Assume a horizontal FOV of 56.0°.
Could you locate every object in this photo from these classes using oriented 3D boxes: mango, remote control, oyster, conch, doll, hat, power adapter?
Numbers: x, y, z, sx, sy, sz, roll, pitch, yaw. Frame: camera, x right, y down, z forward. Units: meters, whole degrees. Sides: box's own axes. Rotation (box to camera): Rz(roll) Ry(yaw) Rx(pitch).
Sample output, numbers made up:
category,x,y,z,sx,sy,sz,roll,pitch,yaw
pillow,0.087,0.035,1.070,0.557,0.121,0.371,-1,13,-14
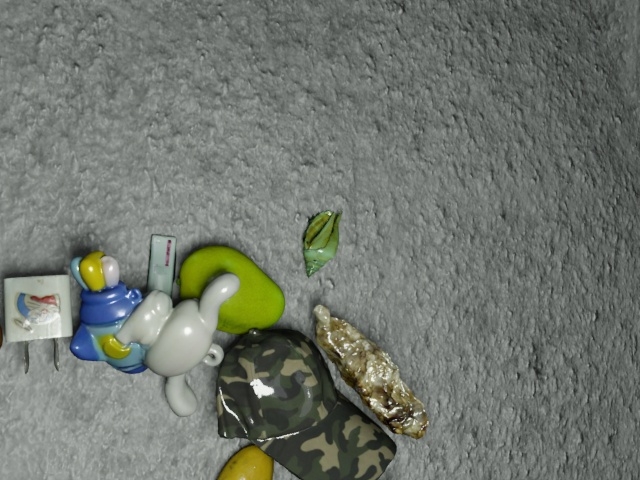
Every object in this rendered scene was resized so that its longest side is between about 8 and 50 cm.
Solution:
category,x,y,z,sx,sy,sz,roll,pitch,yaw
mango,-0.213,0.128,1.433,0.273,0.149,0.185,42,63,-17
mango,-0.176,0.579,1.424,0.137,0.098,0.195,36,64,-12
remote control,-0.377,0.071,1.435,0.065,0.029,0.166,6,81,-21
oyster,0.098,0.339,1.502,0.111,0.204,0.396,-35,80,-27
conch,0.000,0.004,1.576,0.095,0.079,0.200,12,61,-8
doll,-0.383,0.186,1.318,0.366,0.187,0.375,21,96,-7
hat,-0.009,0.360,1.355,0.366,0.382,0.257,-37,134,-51
power adapter,-0.596,0.180,1.279,0.130,0.125,0.204,-4,84,-24

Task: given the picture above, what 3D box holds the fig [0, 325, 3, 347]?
category,x,y,z,sx,sy,sz,roll,pitch,yaw
fig,-0.745,0.259,1.190,0.170,0.145,0.274,16,63,-19
